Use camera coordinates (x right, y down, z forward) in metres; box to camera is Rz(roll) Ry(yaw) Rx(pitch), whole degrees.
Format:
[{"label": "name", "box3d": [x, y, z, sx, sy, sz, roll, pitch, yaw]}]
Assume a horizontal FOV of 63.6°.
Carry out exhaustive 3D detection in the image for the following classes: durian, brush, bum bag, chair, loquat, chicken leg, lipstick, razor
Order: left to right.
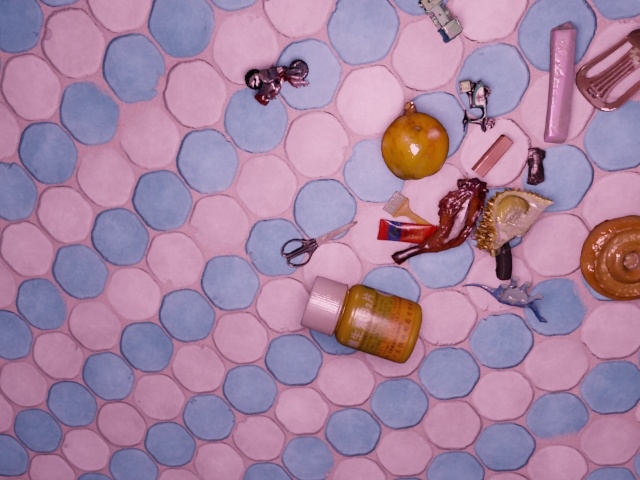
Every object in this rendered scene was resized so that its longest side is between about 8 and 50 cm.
[{"label": "brush", "box3d": [0.320, -0.083, 1.781, 0.205, 0.011, 0.083, 34, 108, -5]}, {"label": "loquat", "box3d": [0.293, -0.312, 1.620, 0.214, 0.213, 0.245, -9, 103, 9]}, {"label": "chicken leg", "box3d": [0.409, -0.037, 1.718, 0.158, 0.096, 0.407, 41, 112, -5]}, {"label": "lipstick", "box3d": [0.557, -0.275, 1.678, 0.045, 0.045, 0.145, 37, 106, -8]}, {"label": "razor", "box3d": [0.618, 0.061, 1.749, 0.054, 0.090, 0.147, -9, 108, 10]}, {"label": "durian", "box3d": [0.586, -0.050, 1.644, 0.167, 0.306, 0.172, 34, 144, 31]}, {"label": "bum bag", "box3d": [0.700, -0.240, 1.677, 0.058, 0.034, 0.124, 0, 107, 21]}, {"label": "chair", "box3d": [0.934, -0.528, 1.489, 0.326, 0.183, 0.175, -43, 97, 15]}]

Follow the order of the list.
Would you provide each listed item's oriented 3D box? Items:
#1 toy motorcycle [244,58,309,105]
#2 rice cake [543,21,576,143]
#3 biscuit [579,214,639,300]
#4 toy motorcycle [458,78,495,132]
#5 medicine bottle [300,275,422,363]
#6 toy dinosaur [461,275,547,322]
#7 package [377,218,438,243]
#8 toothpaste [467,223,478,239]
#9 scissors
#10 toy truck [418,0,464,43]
[{"label": "toy motorcycle", "box3d": [-0.137, -0.507, 1.667, 0.213, 0.082, 0.122, -9, 104, 10]}, {"label": "rice cake", "box3d": [0.739, -0.480, 1.591, 0.073, 0.056, 0.364, -1, 107, 5]}, {"label": "biscuit", "box3d": [1.016, 0.063, 1.701, 0.297, 0.102, 0.296, 2, 109, 7]}, {"label": "toy motorcycle", "box3d": [0.493, -0.424, 1.636, 0.100, 0.058, 0.173, -8, 104, 16]}, {"label": "medicine bottle", "box3d": [0.140, 0.267, 1.795, 0.385, 0.224, 0.224, 18, 108, 2]}, {"label": "toy dinosaur", "box3d": [0.670, 0.186, 1.785, 0.329, 0.076, 0.144, 23, 140, -1]}, {"label": "package", "box3d": [0.300, -0.027, 1.790, 0.201, 0.022, 0.083, 6, 115, 3]}, {"label": "toothpaste", "box3d": [0.510, -0.084, 1.750, 0.045, 0.028, 0.169, -5, 108, 7]}, {"label": "scissors", "box3d": [0.000, 0.000, 1.837, 0.300, 0.022, 0.109, -28, 105, 12]}, {"label": "toy truck", "box3d": [0.362, -0.687, 1.558, 0.067, 0.081, 0.175, -35, 100, 13]}]
